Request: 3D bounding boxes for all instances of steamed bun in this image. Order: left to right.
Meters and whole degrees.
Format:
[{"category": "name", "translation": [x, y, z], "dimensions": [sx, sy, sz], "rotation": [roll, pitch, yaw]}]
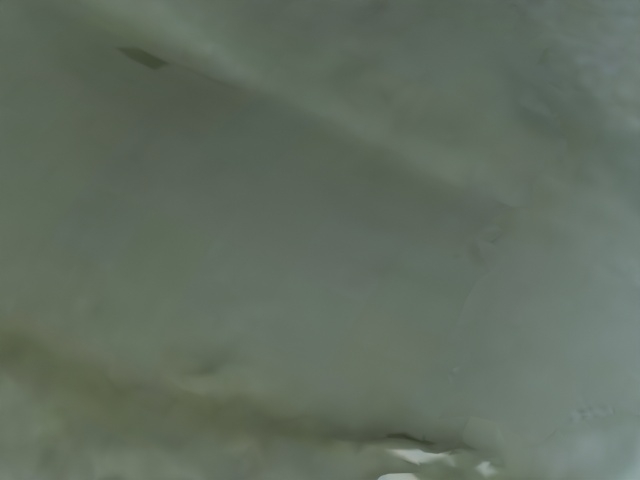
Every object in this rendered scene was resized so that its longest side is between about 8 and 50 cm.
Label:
[{"category": "steamed bun", "translation": [0.000, 0.000, 0.431], "dimensions": [0.273, 0.290, 0.272], "rotation": [-49, 148, -70]}]
